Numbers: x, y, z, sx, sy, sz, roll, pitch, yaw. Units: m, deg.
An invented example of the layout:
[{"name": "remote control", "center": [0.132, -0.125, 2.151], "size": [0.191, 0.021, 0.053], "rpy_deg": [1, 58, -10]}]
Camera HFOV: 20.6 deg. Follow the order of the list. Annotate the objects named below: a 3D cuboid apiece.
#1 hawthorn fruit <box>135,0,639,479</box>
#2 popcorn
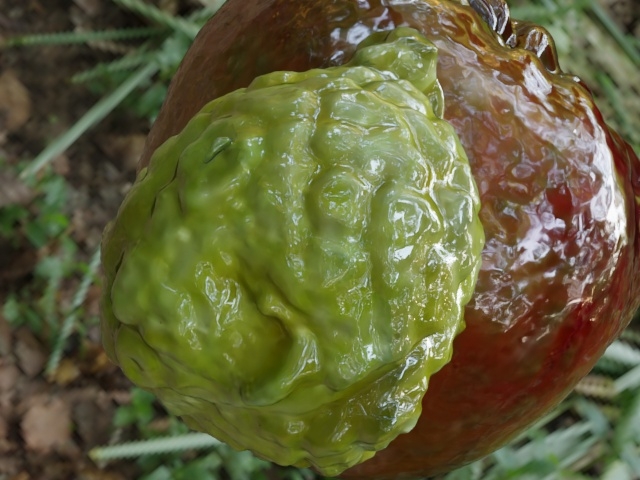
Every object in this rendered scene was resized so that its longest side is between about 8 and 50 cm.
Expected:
[{"name": "hawthorn fruit", "center": [0.038, -0.009, 1.311], "size": [0.403, 0.403, 0.402], "rpy_deg": [30, 39, -28]}, {"name": "popcorn", "center": [0.000, 0.000, 1.005], "size": [0.206, 0.237, 0.251], "rpy_deg": [24, 67, 25]}]
